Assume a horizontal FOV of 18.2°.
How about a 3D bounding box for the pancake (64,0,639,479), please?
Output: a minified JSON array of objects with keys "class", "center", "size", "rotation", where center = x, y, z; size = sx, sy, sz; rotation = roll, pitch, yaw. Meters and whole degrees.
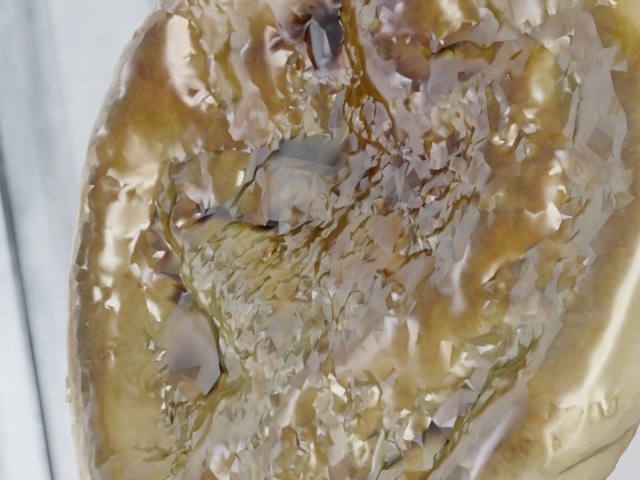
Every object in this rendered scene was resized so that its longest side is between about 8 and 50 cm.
[{"class":"pancake","center":[0.001,0.001,0.809],"size":[0.065,0.356,0.356],"rotation":[13,-18,-41]}]
